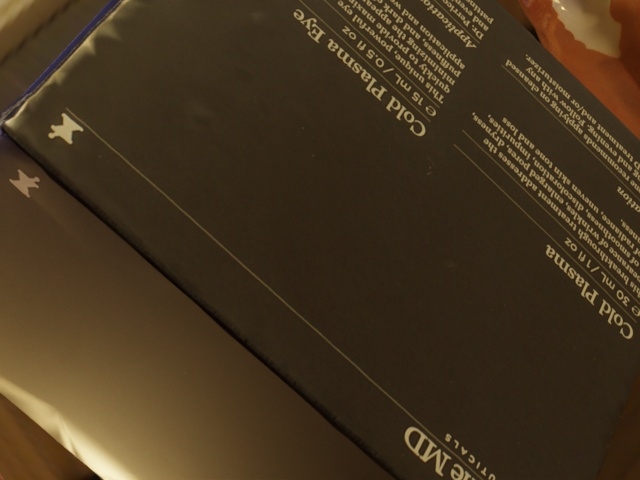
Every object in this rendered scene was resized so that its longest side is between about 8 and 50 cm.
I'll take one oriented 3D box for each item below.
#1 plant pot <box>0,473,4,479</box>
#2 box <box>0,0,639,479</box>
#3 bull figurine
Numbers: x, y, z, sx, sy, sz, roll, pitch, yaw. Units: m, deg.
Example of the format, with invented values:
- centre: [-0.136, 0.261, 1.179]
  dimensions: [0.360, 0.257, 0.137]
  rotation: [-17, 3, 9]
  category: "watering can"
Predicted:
- centre: [-0.182, 0.191, 0.541]
  dimensions: [0.272, 0.265, 0.272]
  rotation: [-18, -49, -22]
  category: "plant pot"
- centre: [0.000, 0.000, 0.812]
  dimensions: [0.179, 0.343, 0.312]
  rotation: [-38, 14, 46]
  category: "box"
- centre: [0.212, -0.194, 1.165]
  dimensions: [0.101, 0.188, 0.310]
  rotation: [-28, -45, 12]
  category: "bull figurine"
